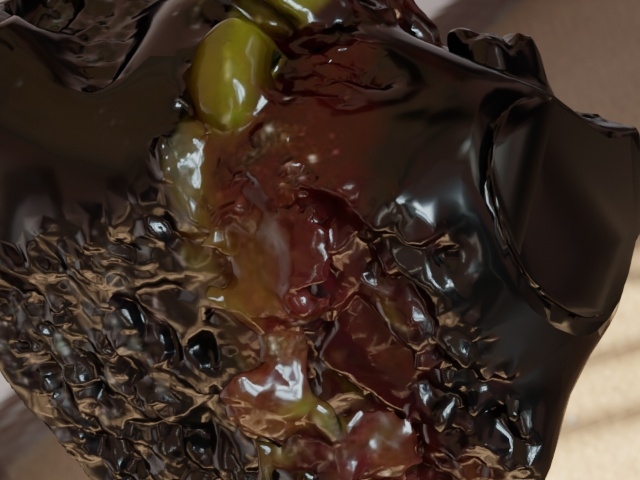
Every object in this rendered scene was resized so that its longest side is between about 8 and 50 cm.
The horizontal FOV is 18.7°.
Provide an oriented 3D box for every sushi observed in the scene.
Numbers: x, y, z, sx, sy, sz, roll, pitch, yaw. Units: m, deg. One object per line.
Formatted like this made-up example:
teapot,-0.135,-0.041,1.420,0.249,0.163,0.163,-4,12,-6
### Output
sushi,0.000,0.000,0.516,0.150,0.172,0.153,-11,15,34
